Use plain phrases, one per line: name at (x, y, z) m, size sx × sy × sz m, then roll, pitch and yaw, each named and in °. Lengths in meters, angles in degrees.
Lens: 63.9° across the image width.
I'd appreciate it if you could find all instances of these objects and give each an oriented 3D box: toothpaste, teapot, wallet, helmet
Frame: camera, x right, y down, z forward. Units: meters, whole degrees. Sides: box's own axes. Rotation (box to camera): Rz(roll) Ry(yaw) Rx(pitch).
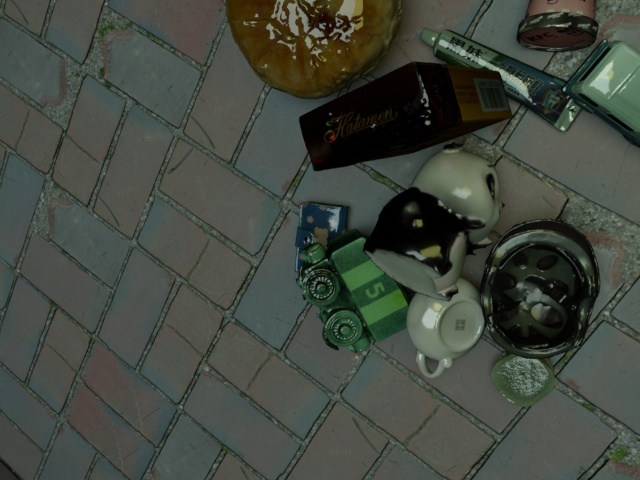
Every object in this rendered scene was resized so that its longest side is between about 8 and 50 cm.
toothpaste at (0.393, -0.374, 1.138) m, size 0.392 × 0.061 × 0.098 m, roll 32°, pitch 105°, yaw 11°
teapot at (0.293, 0.192, 1.228) m, size 0.205 × 0.139 × 0.297 m, roll 11°, pitch 96°, yaw -25°
wallet at (0.000, 0.001, 1.369) m, size 0.141 × 0.059 × 0.202 m, roll 10°, pitch 104°, yaw 23°
helmet at (0.471, 0.097, 1.130) m, size 0.225 × 0.177 × 0.305 m, roll 11°, pitch 96°, yaw 14°

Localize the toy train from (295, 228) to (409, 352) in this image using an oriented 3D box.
toy train at (0.077, 0.121, 1.272) m, size 0.238 × 0.167 × 0.298 m, roll -27°, pitch 104°, yaw 1°

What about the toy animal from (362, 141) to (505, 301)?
toy animal at (0.262, -0.054, 1.124) m, size 0.251 × 0.251 × 0.309 m, roll 29°, pitch 72°, yaw 15°

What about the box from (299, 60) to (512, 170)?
box at (0.183, -0.247, 1.029) m, size 0.265 × 0.415 × 0.115 m, roll -14°, pitch 94°, yaw 38°

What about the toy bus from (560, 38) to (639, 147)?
toy bus at (0.630, -0.264, 0.996) m, size 0.271 × 0.165 × 0.133 m, roll 37°, pitch 111°, yaw 2°

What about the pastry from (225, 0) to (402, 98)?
pastry at (-0.016, -0.529, 1.172) m, size 0.410 × 0.245 × 0.409 m, roll 7°, pitch 113°, yaw 16°

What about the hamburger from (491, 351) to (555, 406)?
hamburger at (0.486, 0.321, 1.225) m, size 0.140 × 0.062 × 0.133 m, roll -46°, pitch 77°, yaw 25°

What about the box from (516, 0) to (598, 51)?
box at (0.489, -0.472, 1.041) m, size 0.151 × 0.151 × 0.135 m, roll 12°, pitch 94°, yaw 20°
